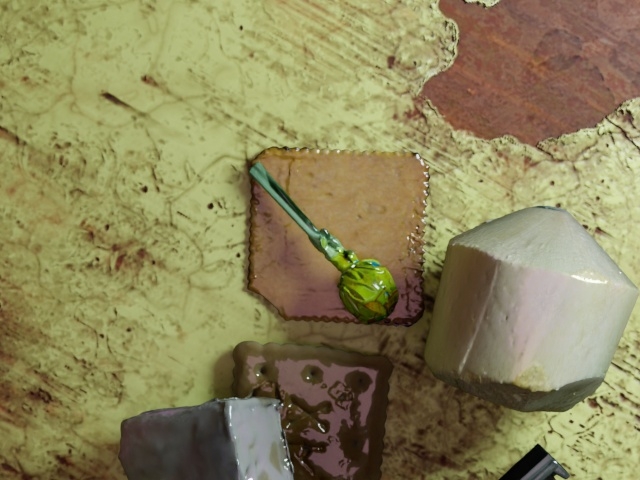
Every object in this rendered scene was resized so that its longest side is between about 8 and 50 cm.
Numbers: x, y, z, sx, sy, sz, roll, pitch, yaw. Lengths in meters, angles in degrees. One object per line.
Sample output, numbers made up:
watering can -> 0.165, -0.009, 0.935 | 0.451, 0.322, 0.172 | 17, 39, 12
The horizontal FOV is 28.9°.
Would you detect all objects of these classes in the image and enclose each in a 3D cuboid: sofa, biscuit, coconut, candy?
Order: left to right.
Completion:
candy -> -0.137, 0.291, 1.549 | 0.195, 0.137, 0.185 | -12, 83, 27
biscuit -> -0.024, 0.298, 1.629 | 0.217, 0.044, 0.325 | 7, 93, 0
candy -> 0.001, -0.002, 1.597 | 0.073, 0.077, 0.262 | -42, 84, -1
biscuit -> 0.023, -0.005, 1.631 | 0.236, 0.013, 0.232 | 2, 93, 0
sofa -> 0.257, 0.339, 1.614 | 0.147, 0.085, 0.060 | -43, 89, 1
coconut -> 0.257, 0.077, 1.531 | 0.239, 0.239, 0.244 | 17, 96, -2
